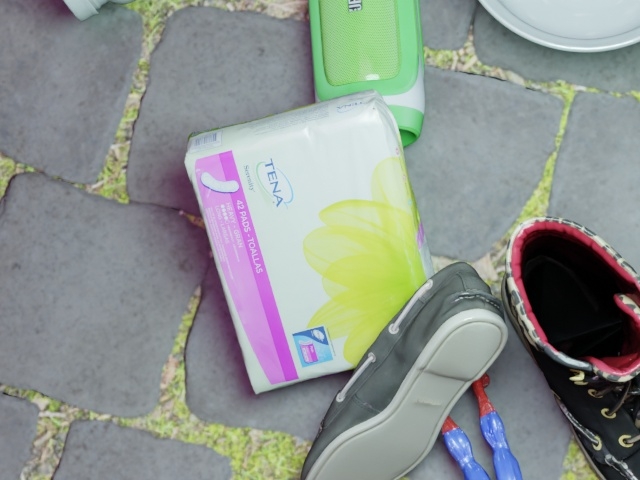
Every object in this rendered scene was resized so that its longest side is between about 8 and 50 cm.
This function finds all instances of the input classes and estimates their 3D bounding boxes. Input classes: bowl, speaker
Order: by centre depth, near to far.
[{"bbox_3d":[0.301,-0.338,1.894,0.298,0.134,0.298,-2,78,7],"label":"bowl"},{"bbox_3d":[0.050,-0.256,1.918,0.131,0.131,0.296,-6,77,7],"label":"speaker"}]

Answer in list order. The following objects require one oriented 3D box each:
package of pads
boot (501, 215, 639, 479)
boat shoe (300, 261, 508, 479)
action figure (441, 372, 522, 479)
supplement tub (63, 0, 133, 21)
[{"bbox_3d":[0.000,0.000,1.823,0.229,0.101,0.296,-14,107,6],"label":"package of pads"},{"bbox_3d":[0.309,0.141,1.711,0.138,0.284,0.377,-32,74,1],"label":"boot"},{"bbox_3d":[0.085,0.160,1.796,0.335,0.112,0.095,-52,34,31],"label":"boat shoe"},{"bbox_3d":[0.204,0.289,1.806,0.091,0.139,0.280,-25,53,6],"label":"action figure"},{"bbox_3d":[-0.211,-0.398,1.953,0.272,0.191,0.191,-32,75,1],"label":"supplement tub"}]
